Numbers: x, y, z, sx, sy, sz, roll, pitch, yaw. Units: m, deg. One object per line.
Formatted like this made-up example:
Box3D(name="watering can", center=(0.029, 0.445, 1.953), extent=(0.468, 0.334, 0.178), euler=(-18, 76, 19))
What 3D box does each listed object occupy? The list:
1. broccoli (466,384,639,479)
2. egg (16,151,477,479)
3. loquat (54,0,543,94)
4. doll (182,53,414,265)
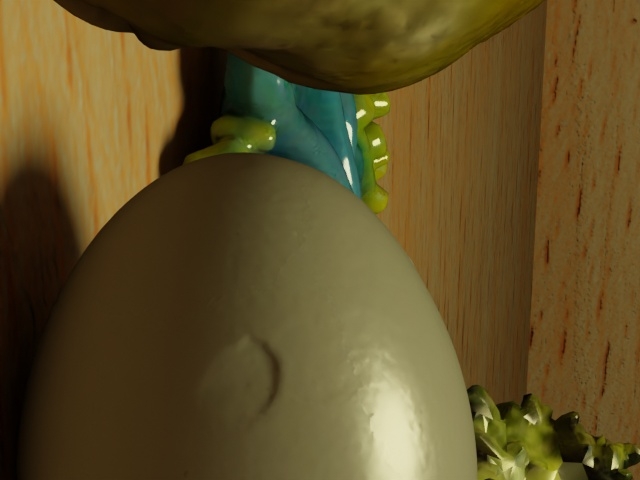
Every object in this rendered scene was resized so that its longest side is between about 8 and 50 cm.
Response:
Box3D(name="broccoli", center=(0.072, 0.252, 1.204), extent=(0.272, 0.324, 0.334), euler=(-9, 124, -36))
Box3D(name="egg", center=(-0.028, 0.080, 0.746), extent=(0.176, 0.176, 0.232), euler=(-50, 139, -70))
Box3D(name="loquat", center=(-0.005, -0.190, 0.560), extent=(0.284, 0.276, 0.276), euler=(-66, 168, 0))
Box3D(name="doll", center=(0.000, 0.000, 1.037), extent=(0.341, 0.098, 0.346), euler=(81, 19, -54))
